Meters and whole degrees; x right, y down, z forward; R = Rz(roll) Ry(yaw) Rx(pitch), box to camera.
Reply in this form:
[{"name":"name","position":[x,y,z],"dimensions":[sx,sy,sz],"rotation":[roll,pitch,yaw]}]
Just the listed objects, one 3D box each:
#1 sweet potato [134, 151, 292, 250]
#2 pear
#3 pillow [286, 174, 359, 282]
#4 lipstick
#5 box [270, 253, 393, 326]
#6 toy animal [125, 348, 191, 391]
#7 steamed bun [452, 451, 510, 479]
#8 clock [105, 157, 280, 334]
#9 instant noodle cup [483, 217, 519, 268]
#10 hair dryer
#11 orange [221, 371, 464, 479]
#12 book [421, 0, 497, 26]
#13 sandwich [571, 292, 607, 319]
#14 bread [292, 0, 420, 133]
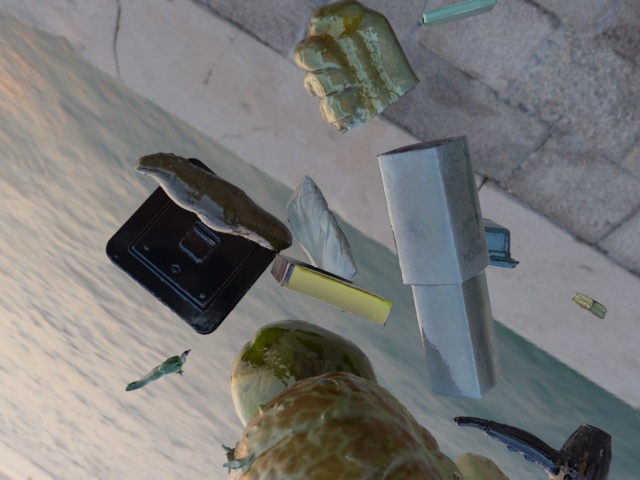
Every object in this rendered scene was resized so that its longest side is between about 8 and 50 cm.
[{"name":"sweet potato","position":[-0.116,-0.039,0.827],"dimensions":[0.067,0.067,0.273],"rotation":[3,159,43]},{"name":"pear","position":[-0.027,0.292,1.298],"dimensions":[0.321,0.269,0.269],"rotation":[37,156,29]},{"name":"pillow","position":[0.000,0.000,1.239],"dimensions":[0.229,0.050,0.128],"rotation":[64,148,22]},{"name":"lipstick","position":[0.126,0.027,0.665],"dimensions":[0.077,0.079,0.253],"rotation":[-5,104,40]},{"name":"box","position":[0.004,0.057,0.850],"dimensions":[0.129,0.033,0.247],"rotation":[21,179,-7]},{"name":"toy animal","position":[-0.388,0.327,1.658],"dimensions":[0.216,0.041,0.075],"rotation":[-32,155,24]},{"name":"steamed bun","position":[0.302,0.569,1.410],"dimensions":[0.273,0.232,0.166],"rotation":[41,-168,-35]},{"name":"clock","position":[-0.248,0.010,1.352],"dimensions":[0.279,0.273,0.049],"rotation":[41,166,-9]},{"name":"instant noodle cup","position":[0.282,-0.005,1.265],"dimensions":[0.157,0.070,0.179],"rotation":[8,-169,-5]},{"name":"hair dryer","position":[0.277,0.313,0.926],"dimensions":[0.219,0.196,0.075],"rotation":[27,169,10]},{"name":"orange","position":[0.038,0.313,0.760],"dimensions":[0.329,0.249,0.329],"rotation":[53,-169,-14]},{"name":"book","position":[0.192,-0.322,0.940],"dimensions":[0.103,0.135,0.017],"rotation":[-11,102,14]},{"name":"sandwich","position":[0.623,0.151,1.539],"dimensions":[0.083,0.031,0.044],"rotation":[30,-176,12]},{"name":"bread","position":[0.075,-0.508,1.902],"dimensions":[0.341,0.300,0.210],"rotation":[54,168,-22]}]
